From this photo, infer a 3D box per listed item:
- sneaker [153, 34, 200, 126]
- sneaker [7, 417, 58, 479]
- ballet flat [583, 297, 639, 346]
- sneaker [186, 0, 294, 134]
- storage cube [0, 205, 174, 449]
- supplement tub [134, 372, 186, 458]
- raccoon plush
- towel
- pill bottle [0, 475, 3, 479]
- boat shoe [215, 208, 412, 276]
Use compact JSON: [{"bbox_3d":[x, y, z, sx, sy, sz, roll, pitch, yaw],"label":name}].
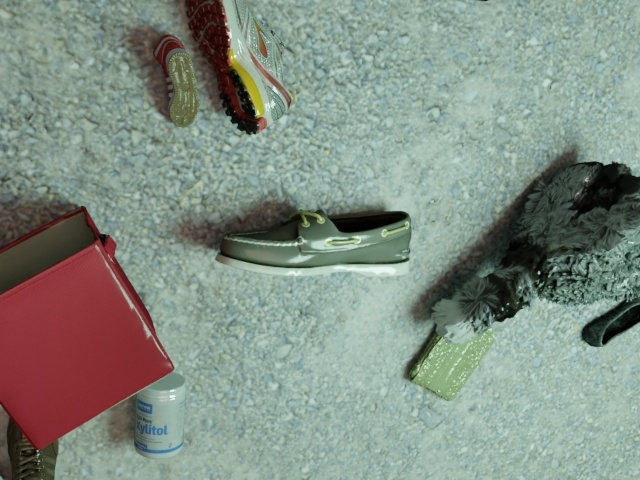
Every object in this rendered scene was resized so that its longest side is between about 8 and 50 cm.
[{"bbox_3d":[-0.187,-0.210,0.976,0.042,0.067,0.118,-15,140,-20],"label":"sneaker"},{"bbox_3d":[-0.388,0.317,1.021,0.066,0.071,0.188,-5,107,-20],"label":"sneaker"},{"bbox_3d":[0.556,0.147,1.361,0.173,0.049,0.057,-30,114,-12],"label":"ballet flat"},{"bbox_3d":[-0.103,-0.257,0.979,0.093,0.088,0.225,-33,116,-33],"label":"sneaker"},{"bbox_3d":[-0.322,0.100,0.926,0.215,0.184,0.193,-31,115,-12],"label":"storage cube"},{"bbox_3d":[-0.228,0.248,1.067,0.071,0.071,0.107,-1,105,-21],"label":"supplement tub"},{"bbox_3d":[0.421,0.069,1.250,0.447,0.216,0.299,-30,128,14],"label":"raccoon plush"},{"bbox_3d":[0.221,0.191,1.253,0.110,0.027,0.148,32,90,-27],"label":"towel"},{"bbox_3d":[-0.471,0.363,0.981,0.108,0.108,0.193,3,104,-22],"label":"pill bottle"},{"bbox_3d":[-0.002,-0.001,1.069,0.305,0.109,0.091,1,104,-28],"label":"boat shoe"}]
